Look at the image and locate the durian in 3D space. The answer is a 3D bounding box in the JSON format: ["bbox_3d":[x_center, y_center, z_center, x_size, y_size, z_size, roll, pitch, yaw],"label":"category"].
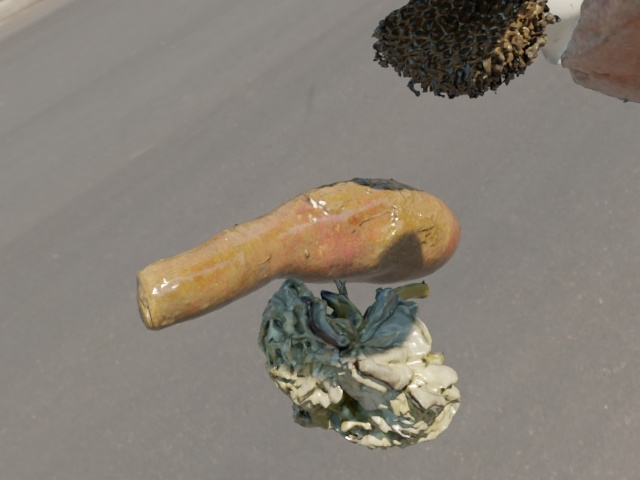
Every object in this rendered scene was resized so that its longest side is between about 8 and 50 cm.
[{"bbox_3d":[0.140,-0.173,0.677,0.188,0.091,0.148,-21,-5,18],"label":"durian"}]

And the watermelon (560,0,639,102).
[{"bbox_3d":[0.238,-0.105,0.209,0.283,0.292,0.250,-3,44,-39],"label":"watermelon"}]

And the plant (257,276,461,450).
[{"bbox_3d":[0.031,0.053,0.439,0.104,0.116,0.122,0,44,39],"label":"plant"}]

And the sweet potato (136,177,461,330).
[{"bbox_3d":[0.000,0.000,0.712,0.385,0.109,0.109,-8,16,-41],"label":"sweet potato"}]

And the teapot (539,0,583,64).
[{"bbox_3d":[0.197,-0.278,0.750,0.145,0.226,0.092,-8,13,28],"label":"teapot"}]
